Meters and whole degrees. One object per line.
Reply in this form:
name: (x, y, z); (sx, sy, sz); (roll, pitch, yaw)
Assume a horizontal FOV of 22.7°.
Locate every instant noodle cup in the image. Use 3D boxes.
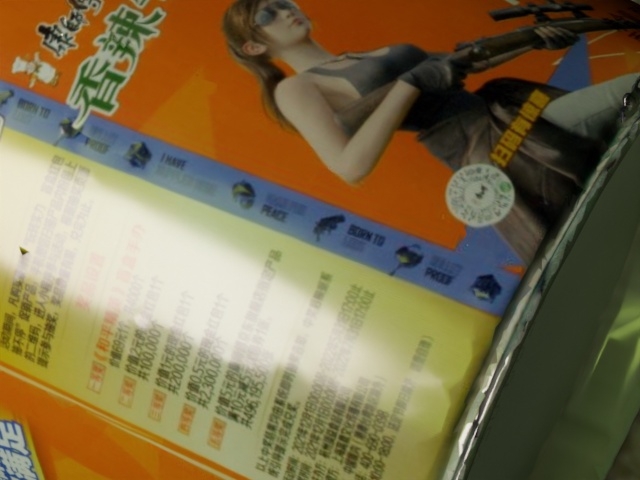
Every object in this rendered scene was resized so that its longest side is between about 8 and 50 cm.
instant noodle cup: (0.000, 0.000, 0.549); (0.214, 0.296, 0.296); (24, 107, 22)
